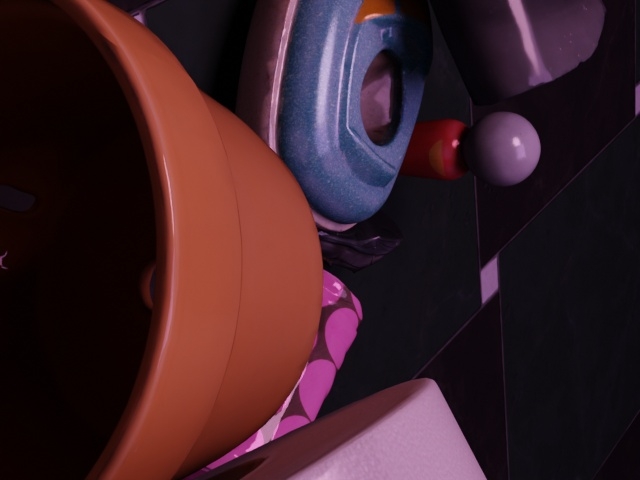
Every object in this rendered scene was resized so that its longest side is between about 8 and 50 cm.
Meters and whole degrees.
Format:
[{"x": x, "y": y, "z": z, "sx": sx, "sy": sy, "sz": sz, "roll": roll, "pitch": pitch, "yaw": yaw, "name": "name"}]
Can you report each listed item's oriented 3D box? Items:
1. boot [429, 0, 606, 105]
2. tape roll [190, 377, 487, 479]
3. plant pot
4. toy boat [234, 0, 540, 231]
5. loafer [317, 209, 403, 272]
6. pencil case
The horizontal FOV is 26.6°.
[{"x": 0.056, "y": -0.301, "z": 0.972, "sx": 0.367, "sy": 0.146, "sz": 0.445, "roll": -38, "pitch": 115, "yaw": -49, "name": "boot"}, {"x": -0.103, "y": 0.182, "z": 0.634, "sx": 0.392, "sy": 0.392, "sz": 0.072, "roll": -22, "pitch": 84, "yaw": -55, "name": "tape roll"}, {"x": -0.131, "y": 0.019, "z": 0.688, "sx": 0.203, "sy": 0.291, "sz": 0.290, "roll": 9, "pitch": 91, "yaw": -58, "name": "plant pot"}, {"x": 0.064, "y": -0.122, "z": 1.125, "sx": 0.318, "sy": 0.148, "sz": 0.267, "roll": 30, "pitch": 67, "yaw": -54, "name": "toy boat"}, {"x": 0.000, "y": 0.000, "z": 1.162, "sx": 0.170, "sy": 0.062, "sz": 0.061, "roll": 13, "pitch": 124, "yaw": -46, "name": "loafer"}, {"x": -0.045, "y": 0.123, "z": 1.096, "sx": 0.095, "sy": 0.098, "sz": 0.209, "roll": 35, "pitch": 60, "yaw": -8, "name": "pencil case"}]
